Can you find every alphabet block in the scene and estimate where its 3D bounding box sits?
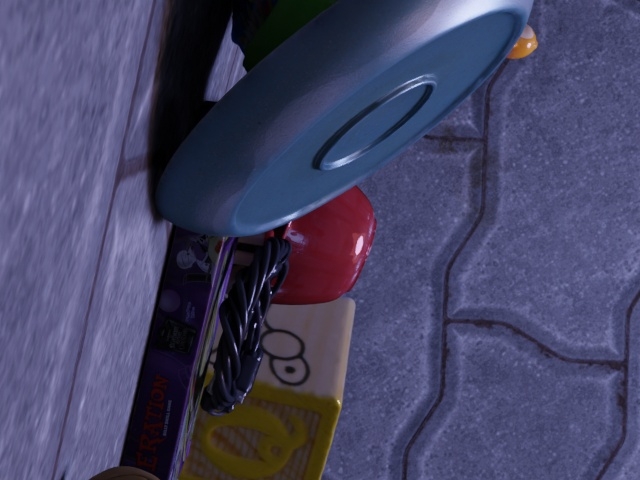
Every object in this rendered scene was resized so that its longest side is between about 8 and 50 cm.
[{"bbox_3d":[-0.073,0.177,1.376,0.197,0.192,0.193,-77,179,-56],"label":"alphabet block"}]

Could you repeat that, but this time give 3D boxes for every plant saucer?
[{"bbox_3d":[0.030,-0.094,0.803,0.318,0.043,0.317,-35,171,-7],"label":"plant saucer"}]

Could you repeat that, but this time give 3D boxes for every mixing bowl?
[{"bbox_3d":[0.000,0.000,1.256,0.181,0.098,0.181,-159,-90,-84],"label":"mixing bowl"}]

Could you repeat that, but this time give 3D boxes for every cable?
[{"bbox_3d":[-0.072,0.069,1.083,0.150,0.047,0.184,93,16,-61],"label":"cable"}]

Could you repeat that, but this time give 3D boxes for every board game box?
[{"bbox_3d":[-0.110,0.050,1.021,0.208,0.056,0.346,-47,151,-84],"label":"board game box"}]

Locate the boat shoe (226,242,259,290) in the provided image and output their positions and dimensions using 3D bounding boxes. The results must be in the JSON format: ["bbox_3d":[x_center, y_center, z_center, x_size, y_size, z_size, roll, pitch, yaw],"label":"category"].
[{"bbox_3d":[-0.080,-0.043,1.270,0.076,0.080,0.228,-82,-168,-61],"label":"boat shoe"}]

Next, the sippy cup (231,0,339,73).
[{"bbox_3d":[0.036,-0.227,0.913,0.240,0.305,0.224,56,-39,25],"label":"sippy cup"}]

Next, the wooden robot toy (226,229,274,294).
[{"bbox_3d":[-0.092,0.003,1.189,0.079,0.076,0.173,-105,-154,-64],"label":"wooden robot toy"}]

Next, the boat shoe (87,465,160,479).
[{"bbox_3d":[-0.133,0.198,0.624,0.170,0.063,0.059,-63,173,-50],"label":"boat shoe"}]

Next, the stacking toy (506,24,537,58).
[{"bbox_3d":[0.089,-0.250,1.244,0.175,0.302,0.165,-77,-179,-63],"label":"stacking toy"}]
